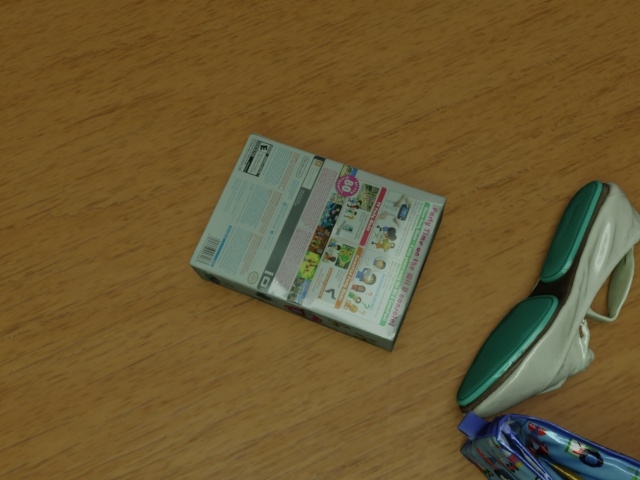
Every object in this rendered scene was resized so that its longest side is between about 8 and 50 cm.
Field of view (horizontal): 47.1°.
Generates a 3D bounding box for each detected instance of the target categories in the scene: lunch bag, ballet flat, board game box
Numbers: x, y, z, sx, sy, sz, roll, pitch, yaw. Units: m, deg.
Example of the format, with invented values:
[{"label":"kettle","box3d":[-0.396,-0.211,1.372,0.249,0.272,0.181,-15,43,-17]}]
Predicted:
[{"label":"lunch bag","box3d":[0.300,0.292,0.876,0.293,0.221,0.138,33,75,13]},{"label":"ballet flat","box3d":[0.339,0.098,1.006,0.139,0.139,0.400,31,73,12]},{"label":"board game box","box3d":[0.000,0.000,1.060,0.303,0.097,0.224,20,73,11]}]
